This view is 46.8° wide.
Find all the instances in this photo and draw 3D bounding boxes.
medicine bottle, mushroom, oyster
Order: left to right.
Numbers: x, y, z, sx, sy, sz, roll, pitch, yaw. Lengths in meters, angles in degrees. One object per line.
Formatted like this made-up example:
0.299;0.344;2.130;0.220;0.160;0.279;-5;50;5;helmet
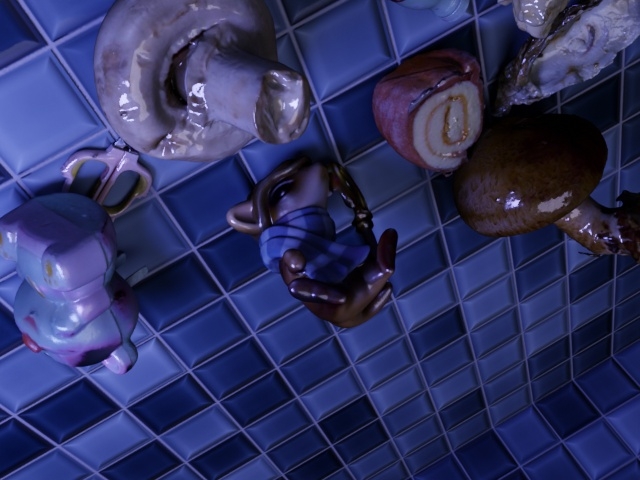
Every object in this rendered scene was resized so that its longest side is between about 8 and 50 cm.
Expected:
-0.156;-0.224;1.032;0.293;0.290;0.292;-21;129;-29;mushroom
0.148;-0.421;1.192;0.217;0.090;0.090;12;122;-40;medicine bottle
0.460;-0.105;1.503;0.334;0.331;0.356;-25;126;34;mushroom
0.474;-0.393;1.401;0.396;0.111;0.204;-35;148;12;oyster

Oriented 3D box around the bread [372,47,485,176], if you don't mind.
0.204;-0.234;1.387;0.190;0.123;0.244;-25;138;-6;bread

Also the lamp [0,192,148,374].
-0.401;0.064;1.241;0.247;0.247;0.301;-47;153;-43;lamp

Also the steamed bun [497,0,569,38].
0.389;-0.493;1.210;0.292;0.137;0.295;-46;163;-41;steamed bun

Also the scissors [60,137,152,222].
-0.320;-0.148;1.213;0.160;0.024;0.317;17;119;-41;scissors

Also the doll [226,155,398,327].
0.003;-0.003;1.325;0.318;0.339;0.209;8;125;-50;doll
